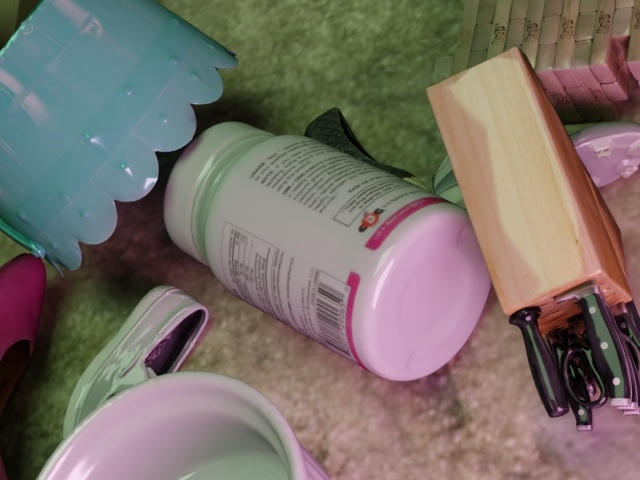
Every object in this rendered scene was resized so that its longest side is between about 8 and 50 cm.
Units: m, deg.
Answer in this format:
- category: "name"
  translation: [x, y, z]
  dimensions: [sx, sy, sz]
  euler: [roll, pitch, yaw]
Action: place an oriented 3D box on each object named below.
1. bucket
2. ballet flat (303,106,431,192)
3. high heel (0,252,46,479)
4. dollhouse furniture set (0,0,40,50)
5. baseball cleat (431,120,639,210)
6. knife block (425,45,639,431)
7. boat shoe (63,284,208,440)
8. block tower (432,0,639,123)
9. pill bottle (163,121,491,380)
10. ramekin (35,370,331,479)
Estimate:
- category: "bucket"
  translation: [-0.231, -0.126, 1.844]
  dimensions: [0.281, 0.183, 0.281]
  euler: [-48, 11, 12]
- category: "ballet flat"
  translation: [0.045, -0.077, 1.804]
  dimensions: [0.173, 0.057, 0.049]
  euler: [35, 89, 42]
- category: "high heel"
  translation: [-0.290, 0.190, 1.839]
  dimensions: [0.181, 0.127, 0.377]
  euler: [17, 65, 8]
- category: "dollhouse furniture set"
  translation: [-0.421, -0.315, 2.052]
  dimensions: [0.303, 0.286, 0.198]
  euler: [15, 100, 27]
- category: "baseball cleat"
  translation: [0.188, -0.079, 1.711]
  dimensions: [0.205, 0.072, 0.109]
  euler: [-21, 50, 16]
- category: "knife block"
  translation: [0.181, 0.011, 1.554]
  dimensions: [0.088, 0.276, 0.242]
  euler: [-25, 22, 16]
- category: "boat shoe"
  translation: [-0.168, 0.127, 1.810]
  dimensions: [0.063, 0.066, 0.184]
  euler: [20, 63, 39]
- category: "block tower"
  translation: [0.271, -0.167, 1.703]
  dimensions: [0.335, 0.091, 0.097]
  euler: [-4, 59, 29]
- category: "pill bottle"
  translation: [0.000, 0.000, 1.716]
  dimensions: [0.283, 0.160, 0.160]
  euler: [27, 78, 40]
- category: "ramekin"
  translation: [-0.107, 0.261, 1.633]
  dimensions: [0.277, 0.135, 0.277]
  euler: [-15, 55, 23]
